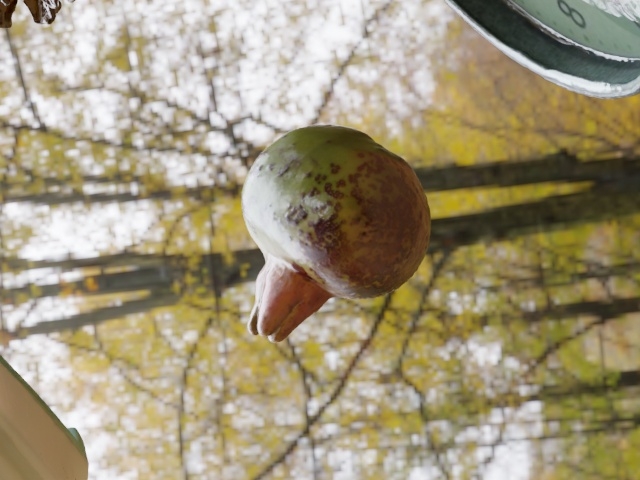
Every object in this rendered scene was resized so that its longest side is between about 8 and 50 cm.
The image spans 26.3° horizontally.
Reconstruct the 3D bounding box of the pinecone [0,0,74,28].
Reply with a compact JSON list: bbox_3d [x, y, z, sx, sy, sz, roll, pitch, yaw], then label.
[{"bbox_3d":[-0.255,-0.260,1.173,0.163,0.163,0.165,59,-142,-47],"label":"pinecone"}]

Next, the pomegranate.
[{"bbox_3d":[0.000,0.000,1.466,0.248,0.214,0.214,-58,-32,-9],"label":"pomegranate"}]

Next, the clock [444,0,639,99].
[{"bbox_3d":[0.092,-0.213,0.722,0.319,0.066,0.319,49,172,9],"label":"clock"}]

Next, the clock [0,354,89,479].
[{"bbox_3d":[-0.334,0.183,1.037,0.231,0.262,0.116,67,-172,-54],"label":"clock"}]
